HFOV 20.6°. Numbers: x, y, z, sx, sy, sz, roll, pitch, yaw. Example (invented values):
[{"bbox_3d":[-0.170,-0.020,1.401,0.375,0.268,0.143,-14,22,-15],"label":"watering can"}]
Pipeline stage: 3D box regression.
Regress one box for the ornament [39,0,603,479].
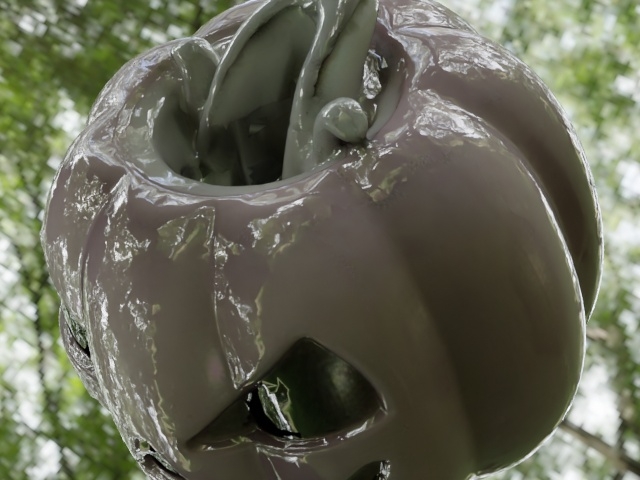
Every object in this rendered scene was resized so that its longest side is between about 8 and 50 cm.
[{"bbox_3d":[-0.001,0.000,0.556,0.177,0.177,0.178,-28,-47,-35],"label":"ornament"}]
